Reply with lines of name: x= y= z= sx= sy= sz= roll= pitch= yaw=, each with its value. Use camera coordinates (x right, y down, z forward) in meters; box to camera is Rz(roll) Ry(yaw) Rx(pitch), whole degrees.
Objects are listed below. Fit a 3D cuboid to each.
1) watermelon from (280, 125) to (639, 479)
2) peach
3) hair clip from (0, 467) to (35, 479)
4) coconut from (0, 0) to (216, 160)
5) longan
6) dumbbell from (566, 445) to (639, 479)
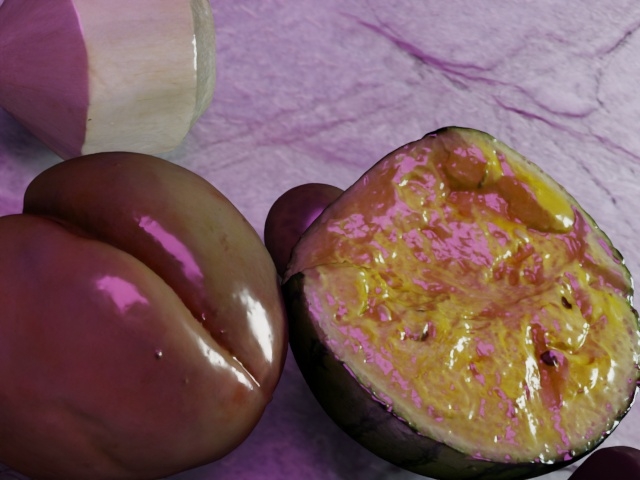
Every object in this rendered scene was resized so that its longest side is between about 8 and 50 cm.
watermelon: x=0.111 y=0.080 z=1.658 sx=0.330 sy=0.189 sz=0.331 roll=11 pitch=60 yaw=-19
peach: x=-0.165 y=0.069 z=1.540 sx=0.292 sy=0.247 sz=0.292 roll=11 pitch=47 yaw=-12
hair clip: x=-0.241 y=0.288 z=1.449 sx=0.173 sy=0.069 sz=0.300 roll=-14 pitch=43 yaw=-31
coconut: x=-0.214 y=-0.173 z=1.788 sx=0.222 sy=0.202 sz=0.202 roll=-7 pitch=51 yaw=-25
longan: x=0.000 y=0.000 z=1.759 sx=0.113 sy=0.092 sz=0.113 roll=17 pitch=47 yaw=-18
dumbbell: x=0.318 y=0.230 z=1.587 sx=0.225 sy=0.140 sz=0.124 roll=-3 pitch=54 yaw=-33
